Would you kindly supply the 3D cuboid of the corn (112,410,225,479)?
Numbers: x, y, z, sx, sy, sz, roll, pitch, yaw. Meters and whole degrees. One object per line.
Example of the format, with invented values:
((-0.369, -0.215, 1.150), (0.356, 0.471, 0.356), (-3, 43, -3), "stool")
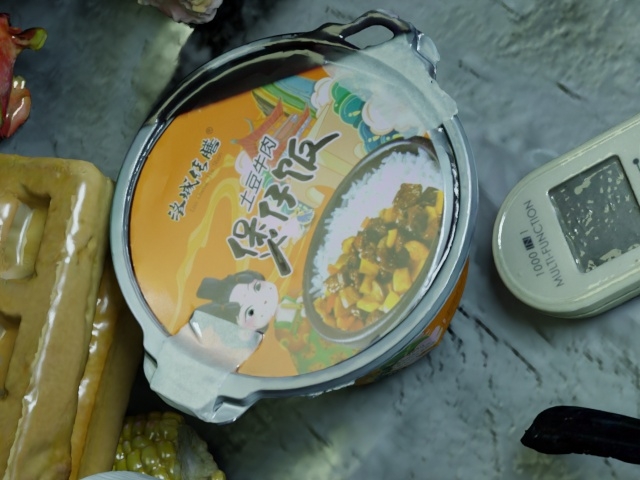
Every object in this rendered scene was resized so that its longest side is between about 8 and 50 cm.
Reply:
((-0.157, 0.156, 1.029), (0.238, 0.080, 0.080), (-26, 64, 24), "corn")

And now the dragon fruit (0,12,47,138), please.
((-0.258, -0.076, 1.132), (0.208, 0.133, 0.150), (-46, 62, 25), "dragon fruit")

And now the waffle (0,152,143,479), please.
((-0.208, 0.114, 0.969), (0.224, 0.098, 0.328), (8, 79, 33), "waffle")

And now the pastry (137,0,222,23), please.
((-0.037, -0.247, 1.054), (0.265, 0.112, 0.103), (-54, 46, 6), "pastry")

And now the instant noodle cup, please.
((0.000, 0.000, 0.939), (0.208, 0.125, 0.177), (-46, 68, 0), "instant noodle cup")

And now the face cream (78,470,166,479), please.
((-0.043, 0.222, 0.867), (0.187, 0.201, 0.201), (12, 82, 33), "face cream")

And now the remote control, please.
((0.183, -0.032, 0.901), (0.221, 0.042, 0.078), (-30, 64, 22), "remote control")

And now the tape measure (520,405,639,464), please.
((0.235, 0.095, 0.783), (0.351, 0.215, 0.098), (148, 131, -71), "tape measure")
